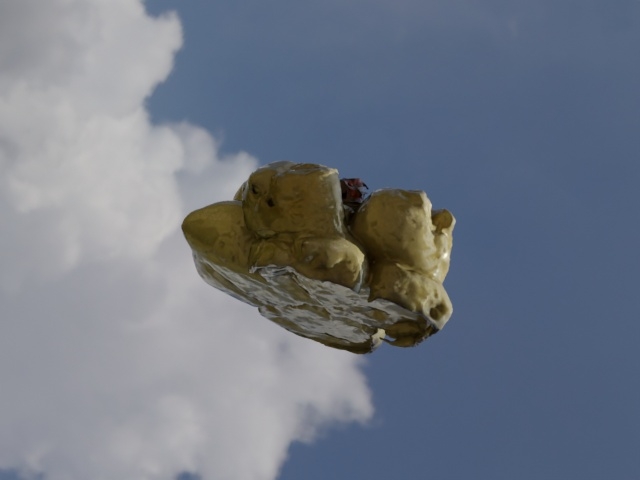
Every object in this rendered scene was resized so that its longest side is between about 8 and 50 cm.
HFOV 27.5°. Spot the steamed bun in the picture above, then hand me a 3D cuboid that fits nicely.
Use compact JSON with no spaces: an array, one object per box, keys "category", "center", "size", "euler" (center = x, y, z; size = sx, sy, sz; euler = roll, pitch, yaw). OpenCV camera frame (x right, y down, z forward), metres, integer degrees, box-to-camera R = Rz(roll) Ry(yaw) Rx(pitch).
[{"category":"steamed bun","center":[0.000,0.000,0.940],"size":[0.177,0.192,0.106],"euler":[141,-29,-69]}]
